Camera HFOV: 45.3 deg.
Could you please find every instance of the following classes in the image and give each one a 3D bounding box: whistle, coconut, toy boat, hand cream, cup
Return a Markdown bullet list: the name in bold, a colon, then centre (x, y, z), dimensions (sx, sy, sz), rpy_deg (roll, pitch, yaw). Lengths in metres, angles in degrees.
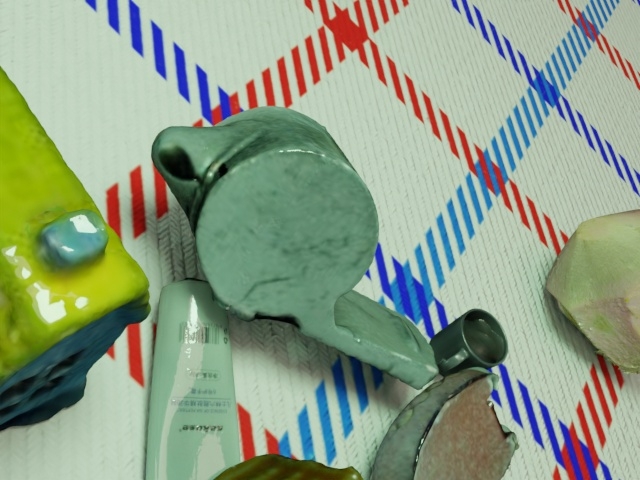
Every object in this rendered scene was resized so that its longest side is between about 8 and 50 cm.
- **whistle**: centre (-0.018, 0.025, 0.855), dimensions (0.404, 0.188, 0.168), rpy_deg (64, 1, -26)
- **coconut**: centre (0.466, 0.066, 1.142), dimensions (0.245, 0.233, 0.233), rpy_deg (42, 47, -16)
- **toy boat**: centre (0.138, 0.245, 0.897), dimensions (0.227, 0.085, 0.155), rpy_deg (-31, 109, -42)
- **hand cream**: centre (-0.126, 0.189, 0.771), dimensions (0.109, 0.067, 0.320), rpy_deg (10, 62, -32)
- **cup**: centre (0.183, 0.143, 0.994), dimensions (0.100, 0.077, 0.078), rpy_deg (-27, 80, -43)

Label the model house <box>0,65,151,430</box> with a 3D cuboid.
- **model house**: centre (-0.272, 0.019, 0.615), dimensions (0.215, 0.303, 0.237), rpy_deg (-28, 80, -49)

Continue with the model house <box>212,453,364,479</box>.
- **model house**: centre (-0.053, 0.308, 0.657), dimensions (0.268, 0.173, 0.239), rpy_deg (-25, 56, -35)
